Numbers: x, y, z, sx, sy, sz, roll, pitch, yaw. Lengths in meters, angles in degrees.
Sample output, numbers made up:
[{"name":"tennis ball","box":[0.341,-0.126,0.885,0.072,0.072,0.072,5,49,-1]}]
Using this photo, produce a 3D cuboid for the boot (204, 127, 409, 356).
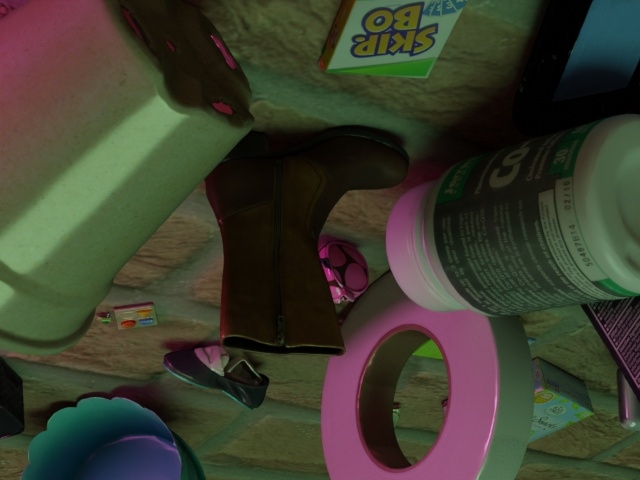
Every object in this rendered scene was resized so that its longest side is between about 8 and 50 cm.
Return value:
[{"name":"boot","box":[0.000,0.000,1.552,0.264,0.280,0.096,5,146,-23]}]

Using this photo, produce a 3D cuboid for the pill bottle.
[{"name":"pill bottle","box":[0.255,-0.016,1.594,0.204,0.204,0.361,14,163,-35]}]

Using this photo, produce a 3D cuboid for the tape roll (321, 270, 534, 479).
[{"name":"tape roll","box":[0.140,0.223,1.859,0.072,0.392,0.392,13,142,-34]}]

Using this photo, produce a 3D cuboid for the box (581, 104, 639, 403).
[{"name":"box","box":[0.471,0.009,1.640,0.182,0.294,0.296,8,128,-29]}]

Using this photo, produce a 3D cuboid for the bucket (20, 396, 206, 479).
[{"name":"bucket","box":[-0.323,0.401,2.126,0.281,0.281,0.183,-14,158,5]}]

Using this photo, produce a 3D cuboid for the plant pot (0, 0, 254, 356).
[{"name":"plant pot","box":[-0.244,-0.107,1.309,0.305,0.334,0.334,-37,141,19]}]

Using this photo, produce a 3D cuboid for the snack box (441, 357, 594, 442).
[{"name":"snack box","box":[0.348,0.297,2.345,0.207,0.070,0.174,-31,143,27]}]

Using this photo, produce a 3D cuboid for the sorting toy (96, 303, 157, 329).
[{"name":"sorting toy","box":[-0.278,0.114,1.911,0.083,0.012,0.062,-8,149,-5]}]

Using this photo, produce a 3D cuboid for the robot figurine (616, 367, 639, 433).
[{"name":"robot figurine","box":[0.676,0.270,2.275,0.353,0.200,0.300,7,168,-27]}]

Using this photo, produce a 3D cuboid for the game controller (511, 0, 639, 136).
[{"name":"game controller","box":[0.320,-0.227,1.489,0.166,0.067,0.319,-4,149,-10]}]

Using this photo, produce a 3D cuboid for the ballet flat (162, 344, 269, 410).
[{"name":"ballet flat","box":[-0.153,0.198,2.045,0.074,0.074,0.203,-30,138,29]}]

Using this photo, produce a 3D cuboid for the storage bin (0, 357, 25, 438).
[{"name":"storage bin","box":[-0.543,0.247,1.978,0.180,0.084,0.122,-13,149,5]}]

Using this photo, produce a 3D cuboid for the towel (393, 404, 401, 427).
[{"name":"towel","box":[0.082,0.334,2.365,0.110,0.027,0.148,-3,148,-11]}]

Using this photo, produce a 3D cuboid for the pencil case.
[{"name":"pencil case","box":[-0.032,0.082,1.854,0.095,0.098,0.209,20,138,-40]}]

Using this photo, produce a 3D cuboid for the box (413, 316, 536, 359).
[{"name":"box","box":[0.239,0.153,2.104,0.178,0.042,0.109,11,143,-32]}]

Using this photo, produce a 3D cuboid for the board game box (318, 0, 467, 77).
[{"name":"board game box","box":[0.089,-0.253,1.411,0.124,0.039,0.259,1,150,-17]}]
